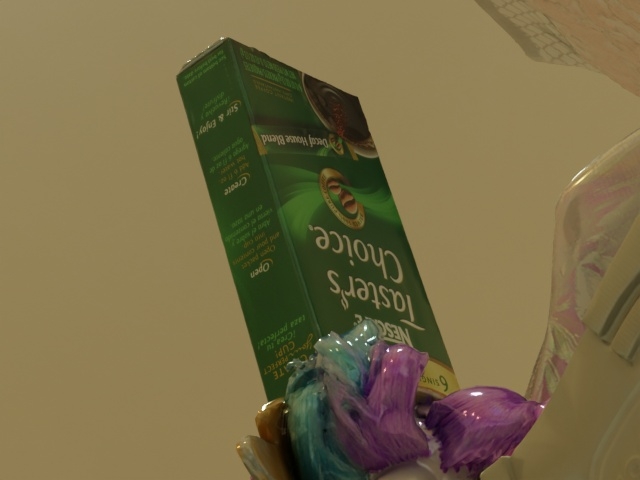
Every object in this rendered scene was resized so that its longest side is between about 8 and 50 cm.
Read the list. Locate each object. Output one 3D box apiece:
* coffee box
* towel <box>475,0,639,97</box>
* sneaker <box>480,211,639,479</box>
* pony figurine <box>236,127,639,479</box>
[{"bbox_3d":[0.000,0.000,0.873,0.113,0.040,0.184,20,-134,-50],"label":"coffee box"},{"bbox_3d":[0.181,-0.177,1.265,0.332,0.317,0.053,36,-95,-45],"label":"towel"},{"bbox_3d":[0.092,0.079,0.477,0.094,0.090,0.235,-1,-46,-45],"label":"sneaker"},{"bbox_3d":[0.134,0.125,0.737,0.351,0.363,0.303,-16,-124,0],"label":"pony figurine"}]
